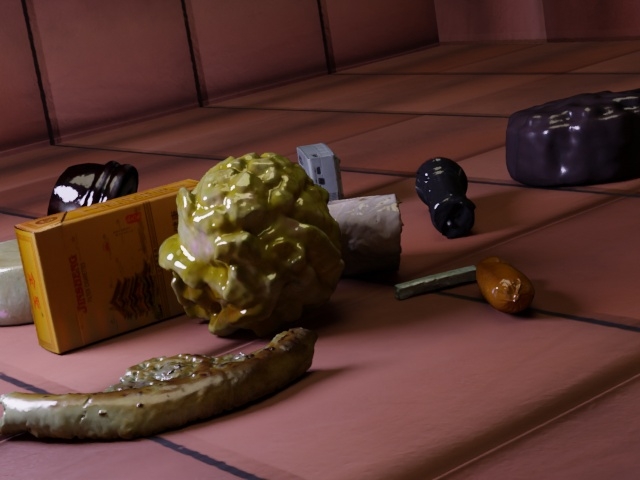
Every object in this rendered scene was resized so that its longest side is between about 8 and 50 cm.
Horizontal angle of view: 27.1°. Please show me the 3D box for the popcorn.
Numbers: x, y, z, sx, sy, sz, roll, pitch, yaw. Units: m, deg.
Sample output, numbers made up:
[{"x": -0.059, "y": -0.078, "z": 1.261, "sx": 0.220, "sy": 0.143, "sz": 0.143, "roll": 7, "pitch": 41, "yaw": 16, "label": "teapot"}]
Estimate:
[{"x": -0.084, "y": 0.017, "z": 1.731, "sx": 0.259, "sy": 0.259, "sz": 0.212, "roll": -16, "pitch": 30, "yaw": -26, "label": "popcorn"}]

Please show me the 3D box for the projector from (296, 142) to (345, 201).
[{"x": 0.003, "y": -0.105, "z": 2.328, "sx": 0.061, "sy": 0.115, "sz": 0.147, "roll": -8, "pitch": 14, "yaw": -6, "label": "projector"}]

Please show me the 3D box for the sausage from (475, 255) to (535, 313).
[{"x": 0.229, "y": 0.055, "z": 1.675, "sx": 0.062, "sy": 0.054, "sz": 0.183, "roll": 22, "pitch": 9, "yaw": -9, "label": "sausage"}]

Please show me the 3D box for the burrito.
[{"x": -0.002, "y": -0.002, "z": 1.905, "sx": 0.299, "sy": 0.105, "sz": 0.143, "roll": -6, "pitch": -15, "yaw": 22, "label": "burrito"}]

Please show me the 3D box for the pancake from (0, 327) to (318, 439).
[{"x": -0.182, "y": 0.160, "z": 1.519, "sx": 0.376, "sy": 0.054, "sz": 0.197, "roll": -12, "pitch": 13, "yaw": -15, "label": "pancake"}]

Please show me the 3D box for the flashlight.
[{"x": 0.201, "y": -0.065, "z": 2.125, "sx": 0.093, "sy": 0.093, "sz": 0.232, "roll": -8, "pitch": 20, "yaw": 3, "label": "flashlight"}]

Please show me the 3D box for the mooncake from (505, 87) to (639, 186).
[{"x": 0.459, "y": -0.187, "z": 2.322, "sx": 0.283, "sy": 0.141, "sz": 0.283, "roll": -9, "pitch": 11, "yaw": 2, "label": "mooncake"}]

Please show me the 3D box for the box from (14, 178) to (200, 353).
[{"x": -0.269, "y": 0.030, "z": 1.834, "sx": 0.274, "sy": 0.174, "sz": 0.076, "roll": -18, "pitch": 15, "yaw": -31, "label": "box"}]

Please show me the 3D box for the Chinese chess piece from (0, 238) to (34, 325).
[{"x": -0.432, "y": 0.054, "z": 2.019, "sx": 0.237, "sy": 0.092, "sz": 0.238, "roll": -10, "pitch": 14, "yaw": 2, "label": "Chinese chess piece"}]

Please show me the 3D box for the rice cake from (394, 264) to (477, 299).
[{"x": 0.157, "y": 0.056, "z": 1.783, "sx": 0.121, "sy": 0.022, "sz": 0.022, "roll": -14, "pitch": 19, "yaw": -12, "label": "rice cake"}]

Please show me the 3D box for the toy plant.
[{"x": -0.324, "y": -0.036, "z": 2.188, "sx": 0.235, "sy": 0.175, "sz": 0.218, "roll": 18, "pitch": 10, "yaw": 2, "label": "toy plant"}]
